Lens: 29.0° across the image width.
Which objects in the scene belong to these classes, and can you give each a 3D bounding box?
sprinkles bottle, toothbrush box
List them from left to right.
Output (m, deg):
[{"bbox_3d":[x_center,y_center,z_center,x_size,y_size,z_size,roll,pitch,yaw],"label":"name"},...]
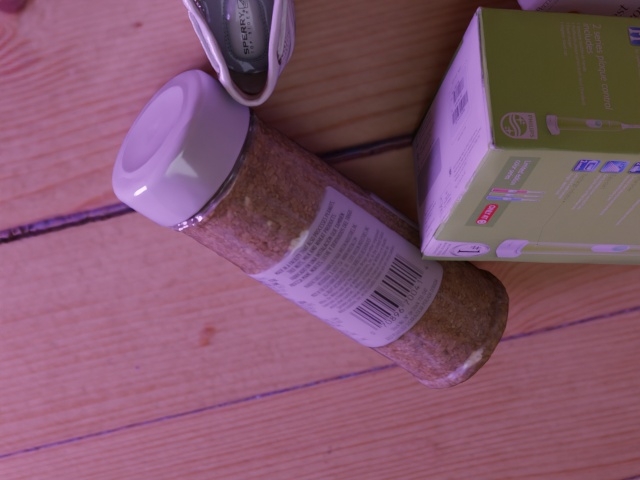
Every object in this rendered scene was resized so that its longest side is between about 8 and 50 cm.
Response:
[{"bbox_3d":[0.000,0.000,1.040,0.355,0.121,0.121,33,115,-28],"label":"sprinkles bottle"},{"bbox_3d":[0.234,-0.071,0.973,0.283,0.122,0.206,3,157,-9],"label":"toothbrush box"}]

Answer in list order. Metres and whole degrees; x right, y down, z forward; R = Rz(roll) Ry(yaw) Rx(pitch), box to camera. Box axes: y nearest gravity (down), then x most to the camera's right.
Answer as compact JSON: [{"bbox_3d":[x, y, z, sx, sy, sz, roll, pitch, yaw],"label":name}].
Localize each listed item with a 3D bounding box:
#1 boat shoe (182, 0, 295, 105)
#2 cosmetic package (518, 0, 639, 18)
[{"bbox_3d":[-0.066,-0.223,0.879,0.098,0.096,0.277,-12,126,5],"label":"boat shoe"},{"bbox_3d":[0.260,-0.249,0.933,0.099,0.060,0.239,29,117,-25],"label":"cosmetic package"}]
